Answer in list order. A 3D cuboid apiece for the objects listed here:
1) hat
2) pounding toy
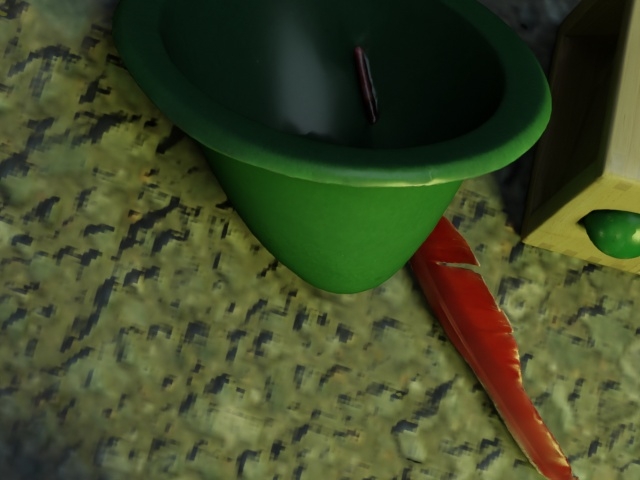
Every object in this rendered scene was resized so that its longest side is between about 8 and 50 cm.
[{"bbox_3d":[0.000,0.000,0.844,0.173,0.183,0.208,-18,45,-33],"label":"hat"},{"bbox_3d":[0.153,-0.034,0.871,0.100,0.130,0.141,15,73,-8],"label":"pounding toy"}]
